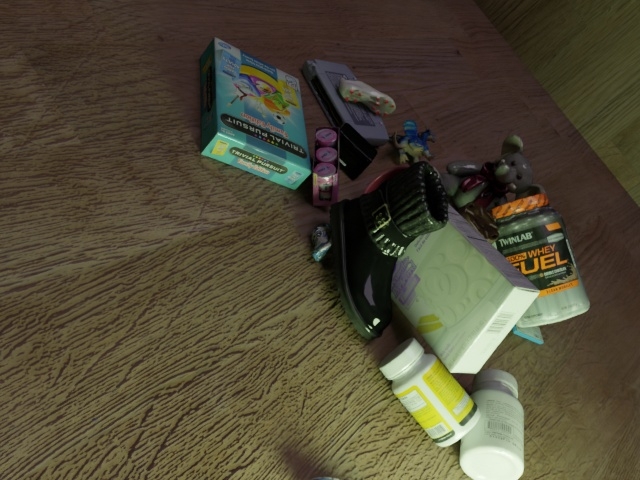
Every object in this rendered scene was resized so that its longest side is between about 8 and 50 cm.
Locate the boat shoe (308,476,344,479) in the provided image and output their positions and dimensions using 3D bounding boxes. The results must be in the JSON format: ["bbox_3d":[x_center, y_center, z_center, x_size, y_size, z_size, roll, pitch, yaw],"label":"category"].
[{"bbox_3d":[0.052,0.464,1.104,0.183,0.066,0.066,34,41,-18],"label":"boat shoe"}]

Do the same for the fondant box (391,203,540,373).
[{"bbox_3d":[0.284,0.094,1.433,0.096,0.238,0.330,11,30,-38],"label":"fondant box"}]

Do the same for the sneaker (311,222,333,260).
[{"bbox_3d":[0.000,0.000,1.483,0.058,0.052,0.135,36,30,1],"label":"sneaker"}]

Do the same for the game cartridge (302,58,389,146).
[{"bbox_3d":[0.081,-0.400,1.901,0.196,0.060,0.294,-8,64,-43],"label":"game cartridge"}]

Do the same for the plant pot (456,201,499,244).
[{"bbox_3d":[0.380,-0.009,1.757,0.167,0.165,0.166,25,43,-26],"label":"plant pot"}]

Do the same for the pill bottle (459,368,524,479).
[{"bbox_3d":[0.379,0.401,1.424,0.131,0.131,0.229,38,39,-13],"label":"pill bottle"}]

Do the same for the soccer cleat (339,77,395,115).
[{"bbox_3d":[0.138,-0.423,1.885,0.196,0.068,0.076,13,46,-34],"label":"soccer cleat"}]

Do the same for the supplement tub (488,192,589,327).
[{"bbox_3d":[0.589,0.054,1.783,0.207,0.207,0.337,-10,81,-48],"label":"supplement tub"}]

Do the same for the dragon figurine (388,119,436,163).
[{"bbox_3d":[0.263,-0.305,1.958,0.289,0.085,0.144,11,49,-47],"label":"dragon figurine"}]

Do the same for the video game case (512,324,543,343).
[{"bbox_3d":[0.586,0.212,1.886,0.119,0.015,0.166,23,44,-28],"label":"video game case"}]

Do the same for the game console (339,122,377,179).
[{"bbox_3d":[0.081,-0.242,1.755,0.122,0.107,0.071,42,4,-6],"label":"game console"}]

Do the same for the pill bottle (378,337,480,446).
[{"bbox_3d":[0.226,0.314,1.361,0.208,0.119,0.119,51,37,2],"label":"pill bottle"}]

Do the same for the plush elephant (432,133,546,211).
[{"bbox_3d":[0.531,-0.169,1.967,0.330,0.255,0.271,-9,65,-48],"label":"plush elephant"}]

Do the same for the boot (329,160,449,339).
[{"bbox_3d":[0.161,0.020,1.398,0.131,0.260,0.347,16,59,-54],"label":"boot"}]

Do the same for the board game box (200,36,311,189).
[{"bbox_3d":[-0.159,-0.308,1.565,0.254,0.079,0.336,19,46,-32],"label":"board game box"}]

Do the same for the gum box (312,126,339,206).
[{"bbox_3d":[0.014,-0.178,1.585,0.062,0.107,0.188,1,47,2],"label":"gum box"}]

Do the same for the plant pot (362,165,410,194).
[{"bbox_3d":[0.227,-0.062,1.648,0.180,0.201,0.201,34,37,-41],"label":"plant pot"}]
